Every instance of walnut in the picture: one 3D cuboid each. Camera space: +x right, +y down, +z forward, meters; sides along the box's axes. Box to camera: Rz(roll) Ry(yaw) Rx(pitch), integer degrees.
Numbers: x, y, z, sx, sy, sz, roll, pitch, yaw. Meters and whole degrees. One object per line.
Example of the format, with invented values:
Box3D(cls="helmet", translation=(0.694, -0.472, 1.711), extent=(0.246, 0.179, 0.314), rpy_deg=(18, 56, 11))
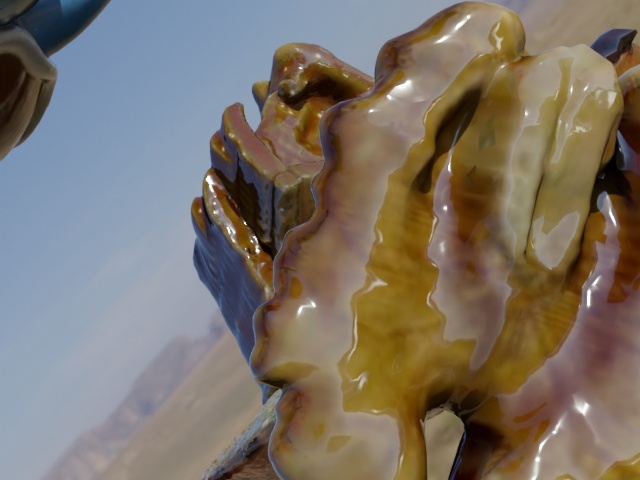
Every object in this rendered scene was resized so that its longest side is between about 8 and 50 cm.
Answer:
Box3D(cls="walnut", translation=(0.055, 0.020, 0.447), extent=(0.069, 0.143, 0.170), rpy_deg=(135, 155, -78))

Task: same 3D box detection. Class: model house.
Box3D(cls="model house", translation=(0.000, -0.001, 1.216), extent=(0.199, 0.220, 0.229), rpy_deg=(112, 176, -45))

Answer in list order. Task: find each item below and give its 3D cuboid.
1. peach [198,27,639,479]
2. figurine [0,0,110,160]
Box3D(cls="peach", translation=(0.050, 0.034, 0.618), extent=(0.279, 0.068, 0.189), rpy_deg=(-48, -4, 10))
Box3D(cls="figurine", translation=(-0.312, -0.137, 1.117), extent=(0.243, 0.298, 0.416), rpy_deg=(-93, 23, -53))
